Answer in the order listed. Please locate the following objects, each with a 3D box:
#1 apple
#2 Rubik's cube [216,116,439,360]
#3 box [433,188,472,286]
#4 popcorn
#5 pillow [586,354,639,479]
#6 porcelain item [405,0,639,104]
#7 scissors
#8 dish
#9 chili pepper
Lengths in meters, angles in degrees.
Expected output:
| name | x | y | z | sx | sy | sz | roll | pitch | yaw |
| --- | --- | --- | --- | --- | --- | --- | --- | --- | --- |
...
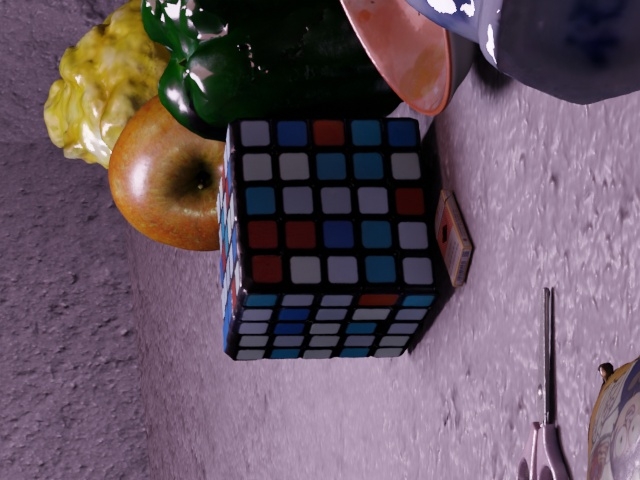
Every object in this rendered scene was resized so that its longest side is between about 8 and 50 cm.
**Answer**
| name | x | y | z | sx | sy | sz | roll | pitch | yaw |
| --- | --- | --- | --- | --- | --- | --- | --- | --- | --- |
| apple | -0.148 | -0.092 | 2.290 | 0.207 | 0.237 | 0.237 | -114 | 26 | -74 |
| Rubik's cube | 0.000 | 0.000 | 1.712 | 0.184 | 0.187 | 0.182 | 112 | 155 | -65 |
| box | 0.117 | -0.003 | 1.605 | 0.083 | 0.012 | 0.046 | -106 | 19 | -49 |
| popcorn | -0.224 | -0.229 | 2.496 | 0.334 | 0.293 | 0.292 | -173 | 91 | -73 |
| pillow | 0.216 | 0.166 | 0.917 | 0.310 | 0.119 | 0.312 | 126 | 144 | -64 |
| porcelain item | 0.125 | -0.255 | 1.189 | 0.405 | 0.178 | 0.243 | -108 | 21 | -57 |
| scissors | 0.170 | 0.130 | 1.372 | 0.100 | 0.015 | 0.189 | 180 | 92 | -76 |
| dish | 0.080 | -0.240 | 1.509 | 0.260 | 0.085 | 0.260 | 59 | 166 | 24 |
| chili pepper | -0.038 | -0.210 | 1.775 | 0.248 | 0.256 | 0.233 | 145 | 112 | -73 |
